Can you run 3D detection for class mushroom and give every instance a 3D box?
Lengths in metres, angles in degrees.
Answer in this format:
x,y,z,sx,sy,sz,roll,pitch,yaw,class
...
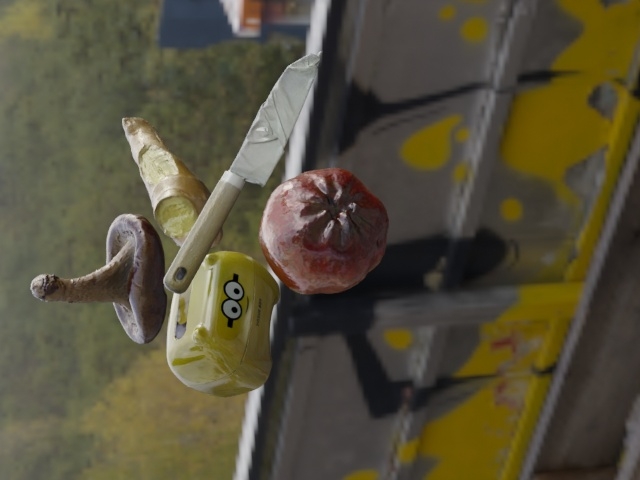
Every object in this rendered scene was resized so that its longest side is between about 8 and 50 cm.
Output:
x,y,z,sx,sy,sz,roll,pitch,yaw,class
-0.362,0.079,2.260,0.148,0.218,0.227,25,125,54,mushroom

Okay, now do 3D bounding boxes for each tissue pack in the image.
x,y,z,sx,sy,sz,roll,pitch,yaw,class
-0.131,0.103,1.806,0.123,0.127,0.178,-22,48,37,tissue pack

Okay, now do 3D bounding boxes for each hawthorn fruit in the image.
x,y,z,sx,sy,sz,roll,pitch,yaw,class
0.000,0.000,1.709,0.194,0.157,0.157,108,154,-67,hawthorn fruit

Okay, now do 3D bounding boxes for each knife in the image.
x,y,z,sx,sy,sz,roll,pitch,yaw,class
-0.074,-0.072,1.447,0.297,0.047,0.017,-62,-4,-12,knife

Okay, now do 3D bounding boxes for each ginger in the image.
x,y,z,sx,sy,sz,roll,pitch,yaw,class
-0.227,-0.094,2.108,0.086,0.131,0.294,-47,47,17,ginger
